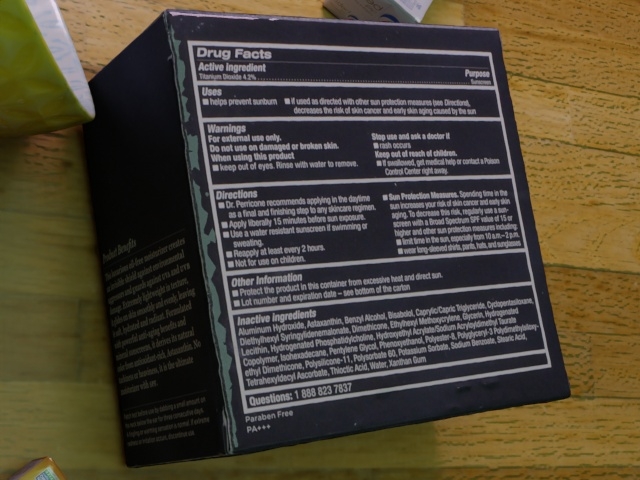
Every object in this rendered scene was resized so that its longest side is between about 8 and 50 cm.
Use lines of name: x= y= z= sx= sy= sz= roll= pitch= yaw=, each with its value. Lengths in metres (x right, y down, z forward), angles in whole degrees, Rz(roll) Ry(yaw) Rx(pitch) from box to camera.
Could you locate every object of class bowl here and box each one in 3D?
bowl: x=-0.272 y=-0.181 z=0.765 sx=0.156 sy=0.289 sz=0.289 roll=-23 pitch=89 yaw=-3

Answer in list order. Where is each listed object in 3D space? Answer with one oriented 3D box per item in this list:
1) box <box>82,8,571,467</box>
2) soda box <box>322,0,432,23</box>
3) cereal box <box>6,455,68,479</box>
box: x=0.000 y=0.000 z=0.897 sx=0.296 sy=0.183 sz=0.294 roll=-3 pitch=80 yaw=-33
soda box: x=0.089 y=-0.280 z=1.087 sx=0.069 sy=0.074 sz=0.216 roll=38 pitch=62 yaw=-17
cereal box: x=-0.226 y=0.281 z=0.771 sx=0.240 sy=0.047 sz=0.173 roll=-38 pitch=97 yaw=-32
